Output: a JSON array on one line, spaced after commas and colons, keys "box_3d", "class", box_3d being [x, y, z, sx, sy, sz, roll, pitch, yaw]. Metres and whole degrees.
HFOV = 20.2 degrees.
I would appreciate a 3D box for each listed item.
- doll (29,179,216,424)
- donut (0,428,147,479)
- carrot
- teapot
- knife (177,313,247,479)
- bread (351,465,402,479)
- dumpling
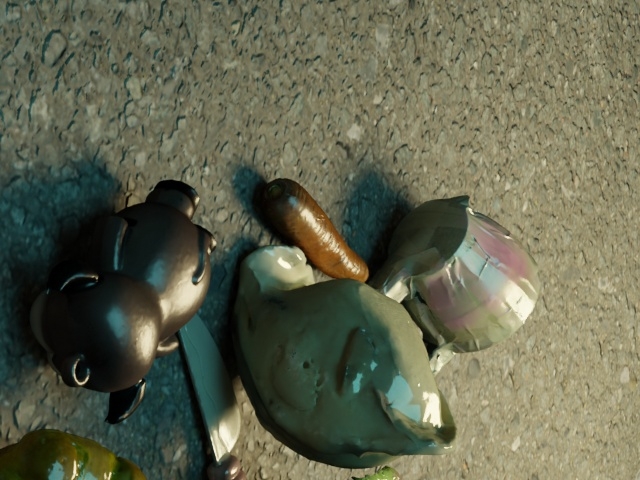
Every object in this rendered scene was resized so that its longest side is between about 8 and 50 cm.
[{"box_3d": [-0.187, 0.050, 1.736, 0.257, 0.117, 0.182, -53, 133, -40], "class": "doll"}, {"box_3d": [-0.254, 0.308, 1.621, 0.208, 0.128, 0.261, 39, 62, -31], "class": "donut"}, {"box_3d": [0.000, 0.000, 2.076, 0.248, 0.059, 0.059, 46, 56, -52], "class": "carrot"}, {"box_3d": [0.145, 0.049, 2.248, 0.178, 0.221, 0.163, 46, 16, -37], "class": "teapot"}, {"box_3d": [-0.103, 0.211, 1.956, 0.081, 0.043, 0.336, -37, 122, -56], "class": "knife"}, {"box_3d": [-0.016, 0.351, 1.945, 0.301, 0.045, 0.301, -38, 161, -16], "class": "bread"}, {"box_3d": [0.032, 0.148, 1.988, 0.187, 0.318, 0.243, -49, 156, 14], "class": "dumpling"}]
